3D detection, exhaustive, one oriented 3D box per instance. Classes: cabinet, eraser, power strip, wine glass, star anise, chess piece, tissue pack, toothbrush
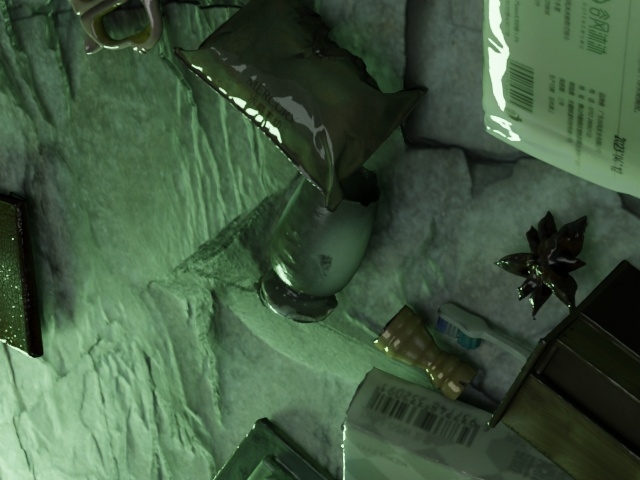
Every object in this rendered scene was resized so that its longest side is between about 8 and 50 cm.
[{"bbox_3d":[0.319,0.162,1.769,0.175,0.215,0.148,37,128,14],"label":"cabinet"},{"bbox_3d":[0.211,0.319,2.000,0.397,0.082,0.213,19,127,27],"label":"eraser"},{"bbox_3d":[-0.065,0.371,2.233,0.198,0.064,0.213,39,127,10],"label":"power strip"},{"bbox_3d":[0.000,0.000,1.978,0.111,0.111,0.204,35,127,16],"label":"wine glass"},{"bbox_3d":[0.244,0.027,1.844,0.129,0.056,0.124,2,81,51],"label":"star anise"},{"bbox_3d":[0.128,0.140,1.990,0.122,0.066,0.066,41,129,8],"label":"chess piece"},{"bbox_3d":[0.294,-0.218,1.551,0.266,0.194,0.356,25,151,20],"label":"tissue pack"},{"bbox_3d":[0.309,0.183,1.896,0.418,0.042,0.040,29,135,23],"label":"toothbrush"}]

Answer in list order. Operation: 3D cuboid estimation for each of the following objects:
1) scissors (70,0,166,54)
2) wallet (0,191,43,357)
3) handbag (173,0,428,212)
[{"bbox_3d":[-0.203,-0.325,2.018,0.317,0.024,0.160,-19,98,39],"label":"scissors"},{"bbox_3d":[-0.456,0.041,2.361,0.133,0.039,0.243,15,120,35],"label":"wallet"},{"bbox_3d":[-0.019,-0.185,1.888,0.270,0.182,0.117,44,170,11],"label":"handbag"}]
